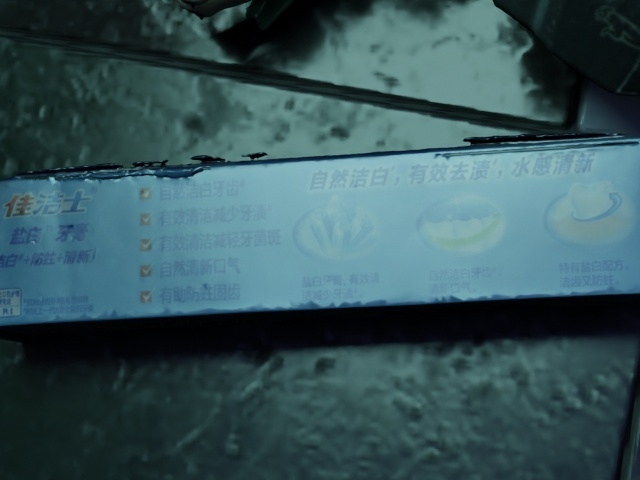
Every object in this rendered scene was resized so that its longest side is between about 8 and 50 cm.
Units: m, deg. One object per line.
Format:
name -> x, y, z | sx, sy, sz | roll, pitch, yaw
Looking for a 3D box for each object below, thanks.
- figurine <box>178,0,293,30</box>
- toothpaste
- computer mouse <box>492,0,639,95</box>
figurine -> 0.027, -0.134, 0.736 | 0.187, 0.083, 0.083 | -29, 74, -1
toothpaste -> 0.000, 0.000, 0.721 | 0.272, 0.053, 0.066 | -4, 82, 11
computer mouse -> 0.130, -0.165, 0.686 | 0.126, 0.071, 0.231 | 17, 76, -24
